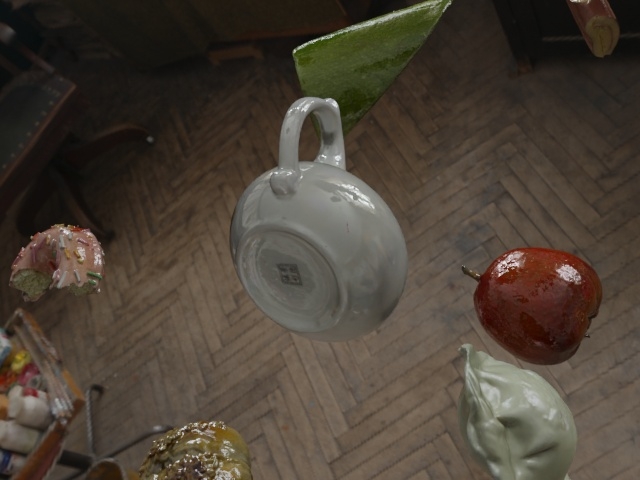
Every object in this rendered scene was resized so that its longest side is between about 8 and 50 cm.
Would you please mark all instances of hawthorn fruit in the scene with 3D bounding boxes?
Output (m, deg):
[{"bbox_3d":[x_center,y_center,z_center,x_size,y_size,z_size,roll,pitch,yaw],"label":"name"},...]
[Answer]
[{"bbox_3d":[0.331,0.091,1.076,0.225,0.196,0.197,23,76,20],"label":"hawthorn fruit"}]

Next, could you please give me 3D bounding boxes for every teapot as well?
[{"bbox_3d":[0.000,0.000,0.715,0.204,0.298,0.139,13,33,30],"label":"teapot"}]

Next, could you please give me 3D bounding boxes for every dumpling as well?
[{"bbox_3d":[0.257,0.261,0.887,0.147,0.193,0.258,-33,90,26],"label":"dumpling"}]

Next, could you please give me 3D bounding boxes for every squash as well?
[{"bbox_3d":[0.099,-0.241,0.984,0.252,0.170,0.093,-16,20,8],"label":"squash"}]

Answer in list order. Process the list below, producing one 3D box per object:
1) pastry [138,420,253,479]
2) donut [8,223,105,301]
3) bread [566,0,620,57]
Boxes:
[{"bbox_3d":[-0.266,0.500,1.311,0.284,0.184,0.316,-38,31,22],"label":"pastry"},{"bbox_3d":[-0.371,0.026,0.946,0.166,0.065,0.117,-6,64,29],"label":"donut"},{"bbox_3d":[0.558,-0.470,1.367,0.067,0.119,0.193,-26,93,22],"label":"bread"}]
